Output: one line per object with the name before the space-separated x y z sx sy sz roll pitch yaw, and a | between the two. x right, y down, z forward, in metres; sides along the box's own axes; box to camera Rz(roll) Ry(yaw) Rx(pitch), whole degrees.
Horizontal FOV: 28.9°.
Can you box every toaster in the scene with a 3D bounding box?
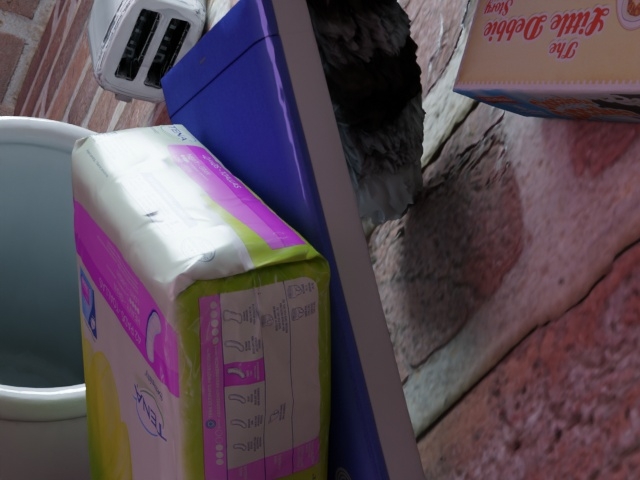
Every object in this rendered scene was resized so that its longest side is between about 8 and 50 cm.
toaster | -0.223 -0.290 1.628 0.227 0.129 0.146 -58 30 33

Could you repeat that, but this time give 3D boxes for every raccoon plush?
raccoon plush | 0.092 -0.267 0.811 0.216 0.299 0.446 51 158 48

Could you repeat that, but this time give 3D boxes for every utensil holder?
utensil holder | -0.307 0.127 1.228 0.385 0.328 0.327 114 159 -45

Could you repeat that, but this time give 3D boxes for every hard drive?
hard drive | -0.026 0.019 0.815 0.210 0.040 0.318 -22 82 66

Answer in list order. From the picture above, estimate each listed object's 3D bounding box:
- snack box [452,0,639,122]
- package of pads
snack box | 0.174 -0.148 0.570 0.322 0.060 0.187 -159 85 -70
package of pads | -0.079 0.102 0.793 0.229 0.101 0.296 -137 42 -54
